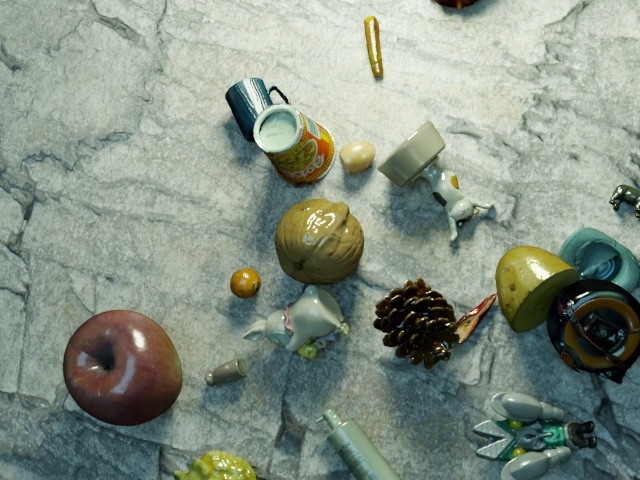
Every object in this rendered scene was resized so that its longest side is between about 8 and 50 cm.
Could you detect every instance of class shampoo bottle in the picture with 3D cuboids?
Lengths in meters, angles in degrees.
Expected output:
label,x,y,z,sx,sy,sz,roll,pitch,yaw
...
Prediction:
label,x,y,z,sx,sy,sz,roll,pitch,yaw
shampoo bottle,0.094,0.511,1.762,0.085,0.085,0.262,-41,70,5

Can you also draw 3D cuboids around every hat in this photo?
label,x,y,z,sx,sy,sz,roll,pitch,yaw
hat,0.636,0.050,1.701,0.191,0.078,0.138,41,101,1

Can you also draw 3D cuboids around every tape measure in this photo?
label,x,y,z,sx,sy,sz,roll,pitch,yaw
tape measure,0.608,0.191,1.616,0.223,0.135,0.202,27,103,-6

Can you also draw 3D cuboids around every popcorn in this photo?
label,x,y,z,sx,sy,sz,roll,pitch,yaw
popcorn,-0.245,0.641,1.789,0.255,0.195,0.255,4,81,7

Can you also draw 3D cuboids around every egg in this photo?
label,x,y,z,sx,sy,sz,roll,pitch,yaw
egg,0.096,-0.218,1.910,0.097,0.080,0.080,-29,72,-7

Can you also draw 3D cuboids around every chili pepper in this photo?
label,x,y,z,sx,sy,sz,roll,pitch,yaw
chili pepper,0.368,0.184,1.775,0.045,0.027,0.178,41,93,15

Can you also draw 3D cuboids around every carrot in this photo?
label,x,y,z,sx,sy,sz,roll,pitch,yaw
carrot,0.145,-0.517,1.977,0.042,0.042,0.170,-11,78,14

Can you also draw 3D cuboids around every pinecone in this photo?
label,x,y,z,sx,sy,sz,roll,pitch,yaw
pinecone,0.236,0.202,1.736,0.212,0.169,0.185,37,112,38

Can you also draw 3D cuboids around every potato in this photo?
label,x,y,z,sx,sy,sz,roll,pitch,yaw
potato,0.472,0.091,1.699,0.178,0.203,0.158,-24,49,-15

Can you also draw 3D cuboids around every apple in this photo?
label,x,y,z,sx,sy,sz,roll,pitch,yaw
apple,-0.500,0.325,1.897,0.306,0.235,0.305,-4,75,16

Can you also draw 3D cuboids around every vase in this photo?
label,x,y,z,sx,sy,sz,roll,pitch,yaw
vase,-0.247,0.344,1.914,0.101,0.053,0.053,-22,74,15

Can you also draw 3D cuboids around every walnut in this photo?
label,x,y,z,sx,sy,sz,roll,pitch,yaw
walnut,0.000,0.000,1.830,0.228,0.228,0.227,-3,78,16

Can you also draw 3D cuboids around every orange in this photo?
label,x,y,z,sx,sy,sz,roll,pitch,yaw
orange,-0.197,0.112,1.929,0.084,0.083,0.083,-3,78,16

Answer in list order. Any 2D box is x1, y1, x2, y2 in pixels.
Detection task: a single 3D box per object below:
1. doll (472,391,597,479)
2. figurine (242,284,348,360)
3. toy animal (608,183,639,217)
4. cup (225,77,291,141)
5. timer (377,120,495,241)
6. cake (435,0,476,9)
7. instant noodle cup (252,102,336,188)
label,x,y,z,sx,sy,sz,roll,pitch,yaw
doll,0.467,0.420,1.642,0.258,0.153,0.195,-28,59,-9
figurine,-0.064,0.223,1.848,0.236,0.127,0.155,-32,114,23
toy animal,0.743,-0.087,1.708,0.136,0.047,0.065,24,78,25
cup,-0.167,-0.358,1.993,0.150,0.113,0.138,-33,73,27
timer,0.290,-0.141,1.820,0.175,0.175,0.266,-42,89,5
cake,0.340,-0.741,1.883,0.196,0.199,0.292,-1,80,14
instant noodle cup,-0.076,-0.252,1.897,0.193,0.212,0.193,-3,79,16
